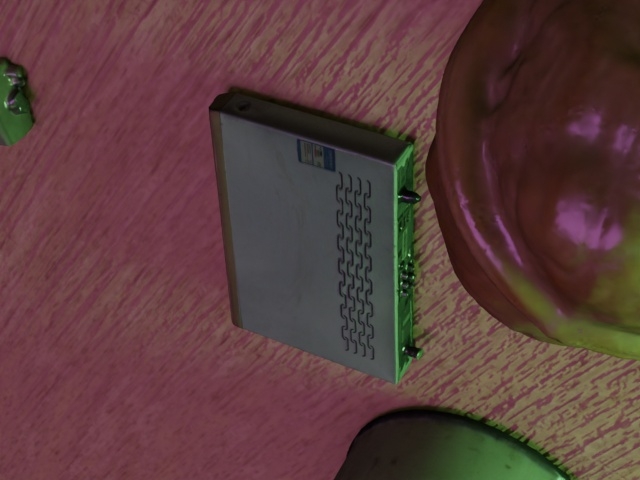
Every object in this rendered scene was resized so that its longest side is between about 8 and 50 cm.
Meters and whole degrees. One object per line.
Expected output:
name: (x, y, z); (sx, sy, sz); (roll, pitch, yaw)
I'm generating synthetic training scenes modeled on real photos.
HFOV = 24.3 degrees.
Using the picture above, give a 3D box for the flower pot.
flower pot: (0.091, 0.377, 1.423); (0.293, 0.330, 0.294); (18, 137, 18)

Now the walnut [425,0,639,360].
walnut: (0.201, -0.058, 0.967); (0.285, 0.285, 0.296); (46, 161, -10)

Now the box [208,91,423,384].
box: (0.000, 0.000, 1.349); (0.210, 0.045, 0.270); (17, 135, 23)

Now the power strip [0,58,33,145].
power strip: (-0.409, -0.147, 1.507); (0.286, 0.048, 0.080); (9, 131, 32)
